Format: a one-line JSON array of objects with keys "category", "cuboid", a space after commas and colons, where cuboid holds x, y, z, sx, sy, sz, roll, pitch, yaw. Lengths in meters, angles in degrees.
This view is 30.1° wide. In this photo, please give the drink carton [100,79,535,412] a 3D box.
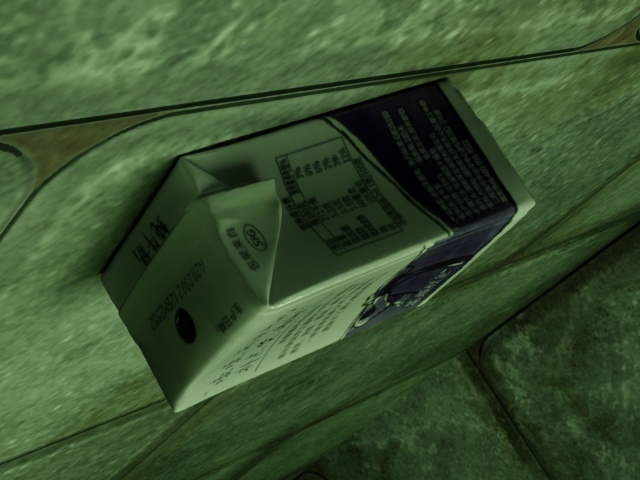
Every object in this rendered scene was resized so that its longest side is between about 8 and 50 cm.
[{"category": "drink carton", "cuboid": [-0.001, 0.001, 0.705, 0.222, 0.102, 0.134, -21, 164, -39]}]
